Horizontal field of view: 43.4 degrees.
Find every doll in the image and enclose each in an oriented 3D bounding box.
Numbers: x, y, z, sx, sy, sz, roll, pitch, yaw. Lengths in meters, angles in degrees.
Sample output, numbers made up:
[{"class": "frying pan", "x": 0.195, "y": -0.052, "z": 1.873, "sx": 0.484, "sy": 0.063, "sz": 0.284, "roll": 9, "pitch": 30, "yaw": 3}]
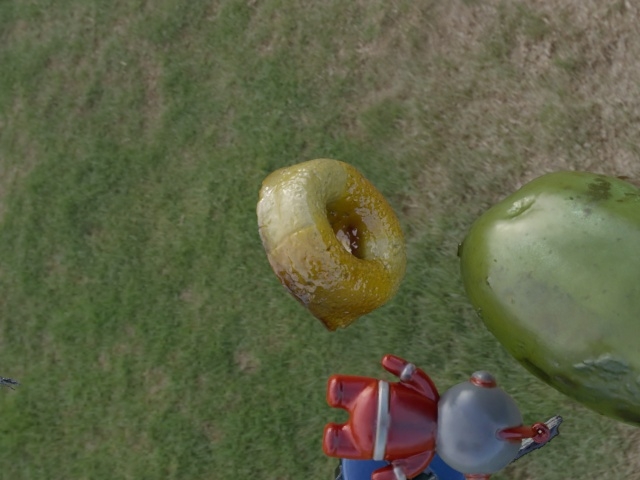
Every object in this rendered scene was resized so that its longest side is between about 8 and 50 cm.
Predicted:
[{"class": "doll", "x": 0.126, "y": 0.199, "z": 0.880, "sx": 0.245, "sy": 0.076, "sz": 0.142, "roll": 3, "pitch": 87, "yaw": 0}]

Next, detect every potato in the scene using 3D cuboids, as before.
[{"class": "potato", "x": 0.278, "y": 0.054, "z": 0.767, "sx": 0.304, "sy": 0.216, "sz": 0.215, "roll": 37, "pitch": 102, "yaw": 37}]

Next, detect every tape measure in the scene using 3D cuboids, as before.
[{"class": "tape measure", "x": 0.193, "y": 0.315, "z": 1.266, "sx": 0.351, "sy": 0.098, "sz": 0.215, "roll": -36, "pitch": 93, "yaw": 1}]

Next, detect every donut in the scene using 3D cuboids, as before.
[{"class": "donut", "x": 0.021, "y": -0.004, "z": 0.840, "sx": 0.075, "sy": 0.190, "sz": 0.174, "roll": -19, "pitch": 29, "yaw": 37}]

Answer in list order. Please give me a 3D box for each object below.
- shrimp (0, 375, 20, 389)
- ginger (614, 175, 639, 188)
[{"class": "shrimp", "x": -0.512, "y": 0.197, "z": 1.144, "sx": 0.065, "sy": 0.165, "sz": 0.056, "roll": -104, "pitch": 28, "yaw": -53}, {"class": "ginger", "x": 0.374, "y": -0.020, "z": 0.948, "sx": 0.290, "sy": 0.084, "sz": 0.122, "roll": -166, "pitch": 80, "yaw": -72}]
